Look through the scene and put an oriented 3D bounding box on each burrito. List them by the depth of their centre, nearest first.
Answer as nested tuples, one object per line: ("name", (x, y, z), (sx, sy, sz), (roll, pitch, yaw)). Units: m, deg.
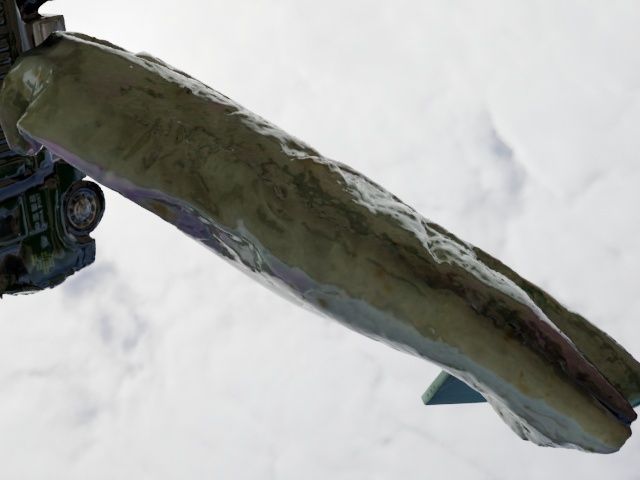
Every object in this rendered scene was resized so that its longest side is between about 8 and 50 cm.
("burrito", (0.000, -0.001, 0.488), (0.309, 0.066, 0.096), (29, -171, 6))

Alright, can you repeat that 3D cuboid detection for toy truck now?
("toy truck", (-0.189, -0.093, 0.574), (0.088, 0.259, 0.121), (10, -155, 34))

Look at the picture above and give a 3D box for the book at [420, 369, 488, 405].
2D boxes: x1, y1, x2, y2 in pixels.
("book", (0.183, 0.135, 1.236), (0.103, 0.135, 0.017), (2, -133, -32))
